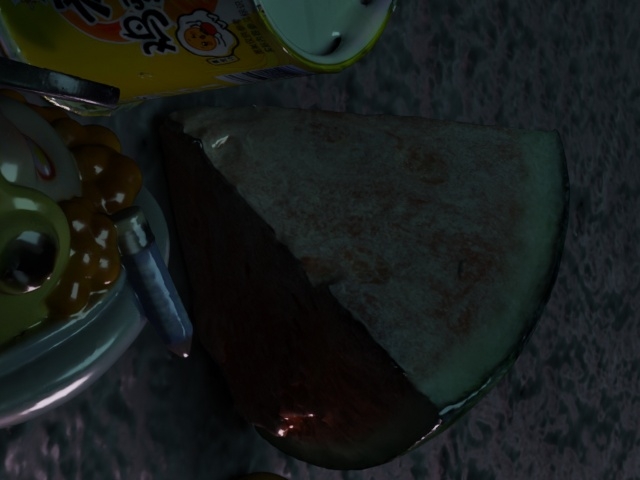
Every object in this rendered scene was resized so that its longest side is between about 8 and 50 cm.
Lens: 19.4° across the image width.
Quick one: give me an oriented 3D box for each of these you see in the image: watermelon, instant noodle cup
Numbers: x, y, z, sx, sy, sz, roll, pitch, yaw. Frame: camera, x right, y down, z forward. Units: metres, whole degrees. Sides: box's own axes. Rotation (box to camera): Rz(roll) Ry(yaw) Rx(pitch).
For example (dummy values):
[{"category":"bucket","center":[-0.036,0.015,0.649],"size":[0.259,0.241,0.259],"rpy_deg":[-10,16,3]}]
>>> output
[{"category":"watermelon","center":[0.034,0.007,1.419],"size":[0.250,0.283,0.292],"rpy_deg":[-22,88,-44]},{"category":"instant noodle cup","center":[-0.078,-0.213,1.250],"size":[0.264,0.200,0.264],"rpy_deg":[-5,96,-55]}]

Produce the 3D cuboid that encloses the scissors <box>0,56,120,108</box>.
[{"category":"scissors","center":[-0.251,-0.119,1.107],"size":[0.300,0.109,0.022],"rpy_deg":[15,90,-44]}]

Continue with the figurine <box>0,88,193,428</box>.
[{"category":"figurine","center":[-0.257,-0.018,0.986],"size":[0.382,0.224,0.205],"rpy_deg":[26,95,-48]}]

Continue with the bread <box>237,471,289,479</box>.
[{"category":"bread","center":[-0.022,0.266,1.475],"size":[0.114,0.077,0.189],"rpy_deg":[-46,131,-41]}]
